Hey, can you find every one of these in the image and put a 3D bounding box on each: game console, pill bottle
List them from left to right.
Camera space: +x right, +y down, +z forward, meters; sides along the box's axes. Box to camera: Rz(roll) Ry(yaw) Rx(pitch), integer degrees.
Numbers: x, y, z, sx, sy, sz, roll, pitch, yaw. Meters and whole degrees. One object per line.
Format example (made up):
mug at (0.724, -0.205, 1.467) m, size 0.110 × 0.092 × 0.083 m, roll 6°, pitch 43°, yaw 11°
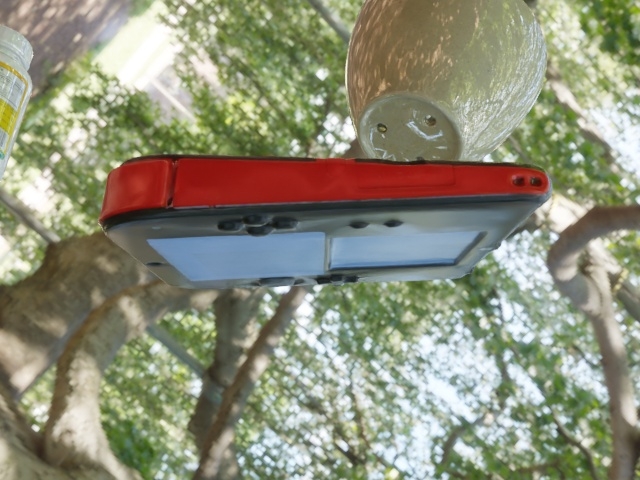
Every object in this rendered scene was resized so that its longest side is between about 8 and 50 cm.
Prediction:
pill bottle at (-0.457, -0.184, 1.128) m, size 0.117 × 0.117 × 0.208 m, roll -30°, pitch -135°, yaw 51°
game console at (0.000, 0.000, 0.783) m, size 0.386 × 0.341 × 0.060 m, roll 90°, pitch 2°, yaw -79°

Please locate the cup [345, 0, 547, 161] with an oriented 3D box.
cup at (0.171, -0.229, 1.335) m, size 0.331 × 0.331 × 0.237 m, roll -33°, pitch -157°, yaw 46°
